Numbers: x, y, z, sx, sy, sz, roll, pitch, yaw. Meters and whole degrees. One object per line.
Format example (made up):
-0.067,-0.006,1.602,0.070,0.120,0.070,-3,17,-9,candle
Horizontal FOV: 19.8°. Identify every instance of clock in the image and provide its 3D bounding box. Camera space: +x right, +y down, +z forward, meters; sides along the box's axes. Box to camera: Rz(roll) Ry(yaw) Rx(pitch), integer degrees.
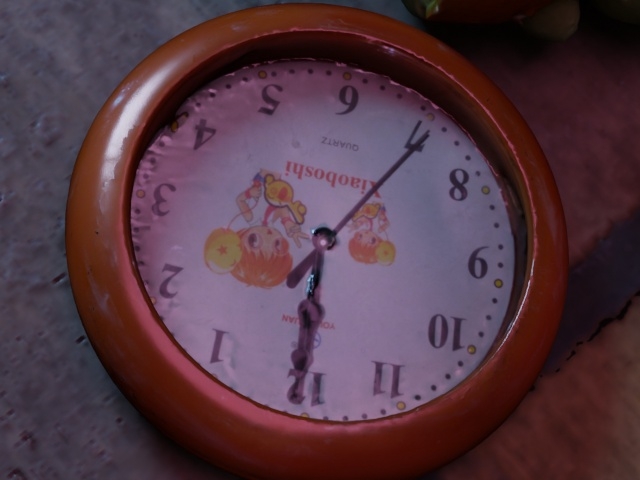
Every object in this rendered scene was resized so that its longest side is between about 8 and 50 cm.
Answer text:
0.000,0.000,0.733,0.205,0.051,0.205,4,69,-10,clock

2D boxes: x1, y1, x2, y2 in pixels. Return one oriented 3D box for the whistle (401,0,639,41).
0.085,-0.149,0.768,0.288,0.106,0.131,-2,97,-15,whistle
